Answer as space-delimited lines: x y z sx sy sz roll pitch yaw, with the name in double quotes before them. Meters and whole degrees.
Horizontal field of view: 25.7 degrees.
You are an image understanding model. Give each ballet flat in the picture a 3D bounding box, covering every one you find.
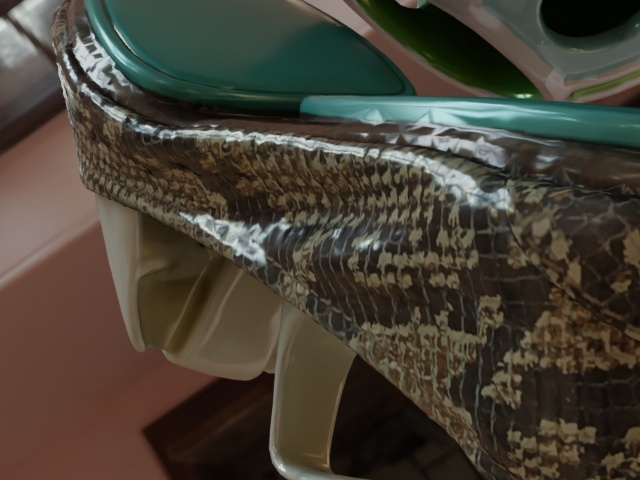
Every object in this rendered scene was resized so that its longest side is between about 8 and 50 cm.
"ballet flat" 0.000 0.000 0.544 0.164 0.182 0.483 2 -165 -30

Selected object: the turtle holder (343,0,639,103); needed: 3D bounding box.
"turtle holder" 0.103 -0.202 0.663 0.243 0.227 0.320 29 175 28
